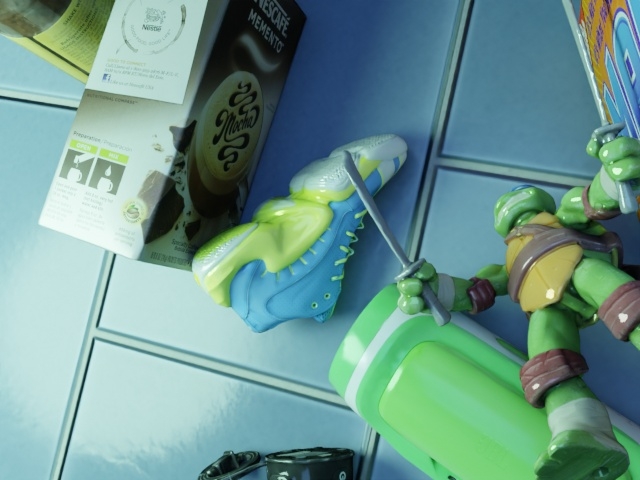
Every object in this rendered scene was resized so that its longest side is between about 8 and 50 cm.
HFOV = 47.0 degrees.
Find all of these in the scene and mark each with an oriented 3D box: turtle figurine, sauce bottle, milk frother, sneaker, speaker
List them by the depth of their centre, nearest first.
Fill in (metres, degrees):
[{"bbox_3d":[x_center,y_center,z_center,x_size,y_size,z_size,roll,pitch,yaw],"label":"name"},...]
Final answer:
[{"bbox_3d":[0.145,0.014,0.525,0.198,0.275,0.266,-20,41,4],"label":"turtle figurine"},{"bbox_3d":[0.156,0.159,0.613,0.296,0.131,0.131,33,93,19],"label":"speaker"},{"bbox_3d":[-0.040,0.265,0.685,0.143,0.129,0.135,-19,72,59],"label":"milk frother"},{"bbox_3d":[-0.261,-0.234,0.686,0.111,0.344,0.111,-3,80,15],"label":"sauce bottle"},{"bbox_3d":[0.000,0.000,0.720,0.240,0.091,0.126,-34,107,-3],"label":"sneaker"}]

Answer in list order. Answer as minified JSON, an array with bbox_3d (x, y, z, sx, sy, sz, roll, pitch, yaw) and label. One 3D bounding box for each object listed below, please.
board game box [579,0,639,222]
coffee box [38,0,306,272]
[{"bbox_3d":[0.393,-0.098,0.450,0.356,0.356,0.356,-17,78,14],"label":"board game box"},{"bbox_3d":[-0.133,-0.127,0.723,0.119,0.168,0.297,17,88,19],"label":"coffee box"}]
